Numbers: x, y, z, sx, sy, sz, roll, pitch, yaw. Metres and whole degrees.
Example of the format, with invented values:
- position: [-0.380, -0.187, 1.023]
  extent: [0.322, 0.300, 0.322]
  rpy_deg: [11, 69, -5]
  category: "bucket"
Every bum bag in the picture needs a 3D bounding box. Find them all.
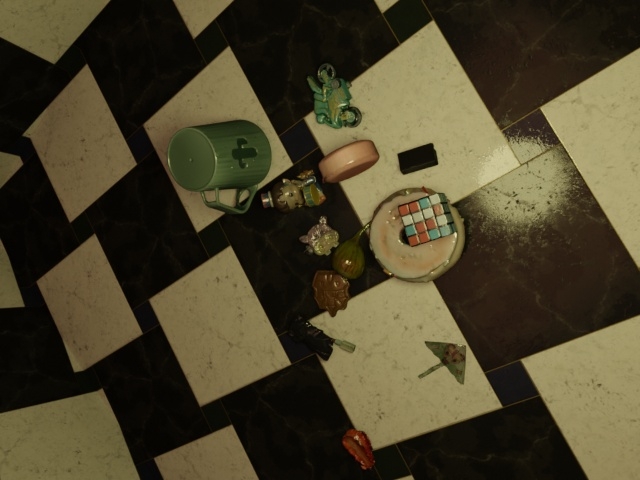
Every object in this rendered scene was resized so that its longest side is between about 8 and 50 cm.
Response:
- position: [-0.042, 0.441, 2.084]
  extent: [0.248, 0.060, 0.123]
  rpy_deg: [30, 109, 20]
  category: "bum bag"

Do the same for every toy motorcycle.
- position: [0.048, -0.580, 1.902]
  extent: [0.198, 0.109, 0.296]
  rpy_deg: [-27, 87, 35]
  category: "toy motorcycle"

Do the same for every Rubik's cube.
- position: [0.383, -0.076, 1.621]
  extent: [0.151, 0.154, 0.155]
  rpy_deg: [-20, 88, 24]
  category: "Rubik's cube"

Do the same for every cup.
- position: [-0.410, -0.328, 1.985]
  extent: [0.310, 0.392, 0.401]
  rpy_deg: [-35, 87, 30]
  category: "cup"

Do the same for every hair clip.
- position: [-0.003, 0.002, 2.016]
  extent: [0.146, 0.056, 0.187]
  rpy_deg: [46, 109, 6]
  category: "hair clip"

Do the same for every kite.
- position: [0.503, 0.506, 1.872]
  extent: [0.250, 0.012, 0.229]
  rpy_deg: [-44, 77, 24]
  category: "kite"

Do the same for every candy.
- position: [0.107, -0.311, 1.819]
  extent: [0.255, 0.255, 0.094]
  rpy_deg: [-24, 86, 25]
  category: "candy"

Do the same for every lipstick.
- position: [0.093, 0.461, 2.040]
  extent: [0.129, 0.030, 0.030]
  rpy_deg: [19, 104, 22]
  category: "lipstick"

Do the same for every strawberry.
- position: [0.179, 0.927, 2.041]
  extent: [0.121, 0.082, 0.188]
  rpy_deg: [-32, 92, 44]
  category: "strawberry"

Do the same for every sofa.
- position: [0.386, -0.321, 1.803]
  extent: [0.147, 0.060, 0.085]
  rpy_deg: [-15, 73, 25]
  category: "sofa"

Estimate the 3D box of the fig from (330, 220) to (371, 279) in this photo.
- position: [0.140, 0.032, 1.908]
  extent: [0.151, 0.151, 0.259]
  rpy_deg: [26, 103, 19]
  category: "fig"

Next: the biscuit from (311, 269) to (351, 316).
- position: [0.049, 0.238, 2.031]
  extent: [0.182, 0.034, 0.215]
  rpy_deg: [-3, 95, 25]
  category: "biscuit"

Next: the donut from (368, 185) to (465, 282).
- position: [0.375, -0.025, 1.790]
  extent: [0.383, 0.142, 0.382]
  rpy_deg: [3, 97, 23]
  category: "donut"

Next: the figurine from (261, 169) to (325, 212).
- position: [-0.124, -0.196, 1.988]
  extent: [0.276, 0.158, 0.161]
  rpy_deg: [-15, 130, 24]
  category: "figurine"
